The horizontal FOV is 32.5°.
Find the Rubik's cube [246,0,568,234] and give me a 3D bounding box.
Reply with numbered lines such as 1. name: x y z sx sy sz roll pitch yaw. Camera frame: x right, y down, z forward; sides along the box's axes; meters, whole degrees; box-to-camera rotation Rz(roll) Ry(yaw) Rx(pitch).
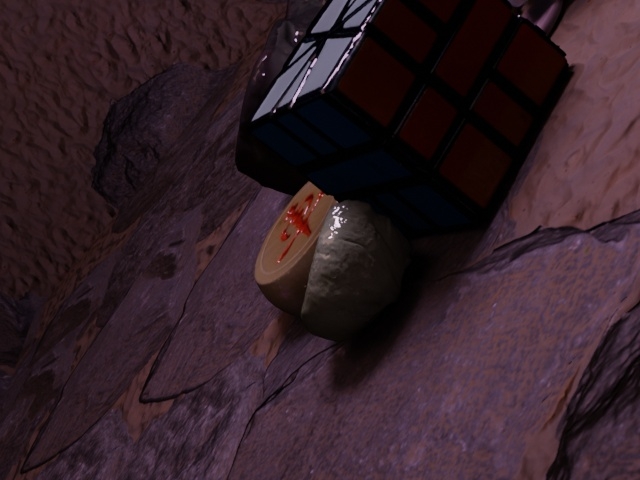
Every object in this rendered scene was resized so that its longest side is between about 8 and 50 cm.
1. Rubik's cube: 0.115 -0.198 1.494 0.293 0.283 0.288 -55 17 -16

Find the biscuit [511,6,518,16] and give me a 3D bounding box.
1. biscuit: 0.237 -0.338 1.752 0.183 0.061 0.118 -31 33 9

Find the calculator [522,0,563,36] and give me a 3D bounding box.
1. calculator: 0.302 -0.298 1.628 0.166 0.024 0.103 -56 18 -3

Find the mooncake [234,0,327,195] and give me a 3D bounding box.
1. mooncake: -0.015 -0.258 1.958 0.350 0.212 0.381 117 174 -62

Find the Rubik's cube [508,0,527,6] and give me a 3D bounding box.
1. Rubik's cube: 0.302 -0.596 1.618 0.316 0.319 0.322 -35 26 16

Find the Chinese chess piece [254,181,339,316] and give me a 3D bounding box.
1. Chinese chess piece: 0.000 0.000 1.717 0.251 0.097 0.251 -46 20 22

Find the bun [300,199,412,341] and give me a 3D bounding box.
1. bun: 0.052 0.035 1.475 0.212 0.126 0.204 -74 0 -60
